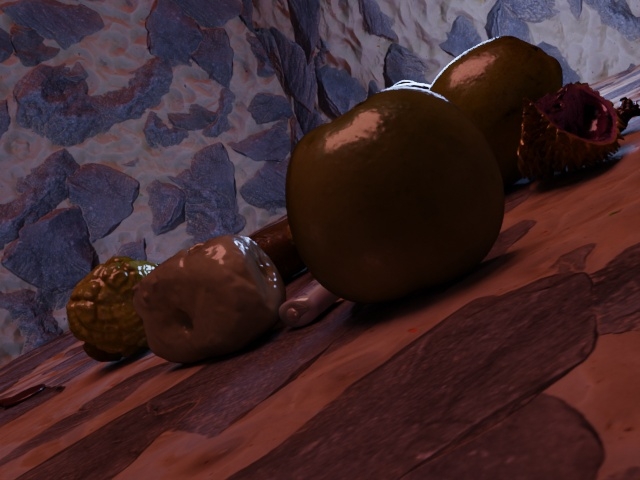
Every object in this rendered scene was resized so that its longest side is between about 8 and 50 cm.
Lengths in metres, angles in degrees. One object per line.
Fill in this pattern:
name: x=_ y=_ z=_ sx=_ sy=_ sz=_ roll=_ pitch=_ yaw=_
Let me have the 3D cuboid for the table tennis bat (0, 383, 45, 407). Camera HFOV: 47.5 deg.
table tennis bat: x=-0.702 y=0.362 z=1.671 sx=0.154 sy=0.019 sz=0.098 roll=-20 pitch=8 yaw=20

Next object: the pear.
pear: x=0.326 y=-0.242 z=1.403 sx=0.307 sy=0.252 sz=0.253 roll=-56 pitch=-4 yaw=19

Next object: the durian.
durian: x=0.413 y=-0.171 z=1.240 sx=0.260 sy=0.154 sz=0.186 roll=-33 pitch=-12 yaw=-35

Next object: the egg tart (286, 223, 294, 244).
egg tart: x=0.088 y=-0.048 z=1.443 sx=0.318 sy=0.128 sz=0.319 roll=-28 pitch=9 yaw=5

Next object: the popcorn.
popcorn: x=-0.419 y=0.148 z=1.559 sx=0.237 sy=0.206 sz=0.251 roll=-43 pitch=0 yaw=-21

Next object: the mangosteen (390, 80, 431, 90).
mangosteen: x=0.213 y=-0.249 z=1.800 sx=0.329 sy=0.330 sz=0.330 roll=-25 pitch=6 yaw=3

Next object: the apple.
apple: x=0.091 y=-0.058 z=0.955 sx=0.291 sy=0.254 sz=0.292 roll=-30 pitch=6 yaw=3

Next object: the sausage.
sausage: x=-0.126 y=0.044 z=1.526 sx=0.500 sy=0.123 sz=0.136 roll=-29 pitch=-23 yaw=-40

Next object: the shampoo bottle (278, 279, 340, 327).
shampoo bottle: x=-0.017 y=0.093 z=1.078 sx=0.072 sy=0.043 sz=0.099 roll=-21 pitch=8 yaw=35

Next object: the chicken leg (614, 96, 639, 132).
chicken leg: x=0.513 y=-0.210 z=1.428 sx=0.233 sy=0.063 sz=0.105 roll=-25 pitch=1 yaw=16

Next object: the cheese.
cheese: x=-0.142 y=0.077 z=1.160 sx=0.251 sy=0.174 sz=0.247 roll=-23 pitch=3 yaw=-34
